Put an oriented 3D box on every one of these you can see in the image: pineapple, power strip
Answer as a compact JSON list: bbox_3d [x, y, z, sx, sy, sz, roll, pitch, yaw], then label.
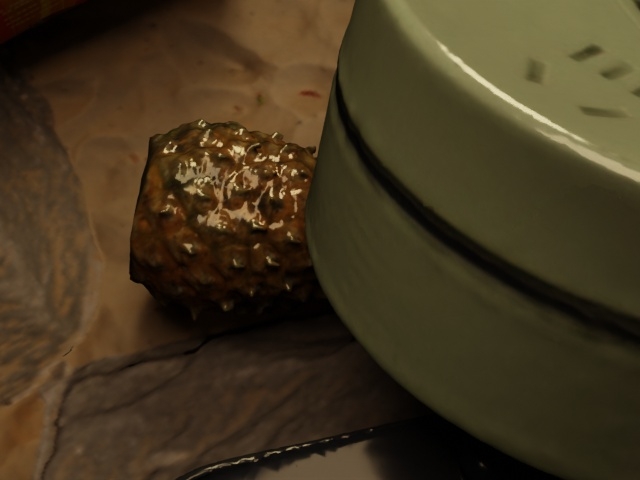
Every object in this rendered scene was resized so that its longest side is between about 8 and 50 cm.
[{"bbox_3d":[0.000,0.000,0.989,0.198,0.108,0.108,12,57,3],"label":"pineapple"},{"bbox_3d":[0.164,-0.047,0.885,0.358,0.161,0.357,10,34,-7],"label":"power strip"}]

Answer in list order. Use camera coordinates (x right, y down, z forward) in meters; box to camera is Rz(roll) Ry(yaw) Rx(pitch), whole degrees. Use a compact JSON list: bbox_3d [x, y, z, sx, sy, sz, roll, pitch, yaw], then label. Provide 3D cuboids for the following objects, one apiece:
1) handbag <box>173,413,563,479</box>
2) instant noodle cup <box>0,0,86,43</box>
[{"bbox_3d":[0.078,0.221,0.813,0.269,0.118,0.325,-16,57,-5],"label":"handbag"},{"bbox_3d":[-0.170,-0.227,1.108,0.174,0.213,0.213,-34,58,-7],"label":"instant noodle cup"}]
